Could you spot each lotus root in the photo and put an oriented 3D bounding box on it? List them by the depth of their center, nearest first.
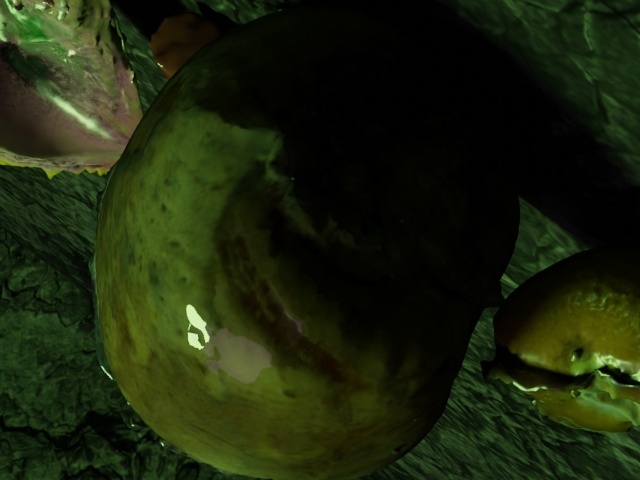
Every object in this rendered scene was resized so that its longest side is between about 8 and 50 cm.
[{"bbox_3d":[0.000,0.000,0.872,0.272,0.272,0.192,39,159,-3],"label":"lotus root"}]

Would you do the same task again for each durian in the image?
[{"bbox_3d":[-0.215,-0.145,1.073,0.154,0.187,0.260,41,146,40],"label":"durian"}]

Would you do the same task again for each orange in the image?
[{"bbox_3d":[0.180,0.060,0.889,0.170,0.112,0.160,6,171,-21],"label":"orange"}]

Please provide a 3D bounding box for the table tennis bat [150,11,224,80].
[{"bbox_3d":[-0.037,-0.048,1.224,0.268,0.051,0.414,32,167,27],"label":"table tennis bat"}]
